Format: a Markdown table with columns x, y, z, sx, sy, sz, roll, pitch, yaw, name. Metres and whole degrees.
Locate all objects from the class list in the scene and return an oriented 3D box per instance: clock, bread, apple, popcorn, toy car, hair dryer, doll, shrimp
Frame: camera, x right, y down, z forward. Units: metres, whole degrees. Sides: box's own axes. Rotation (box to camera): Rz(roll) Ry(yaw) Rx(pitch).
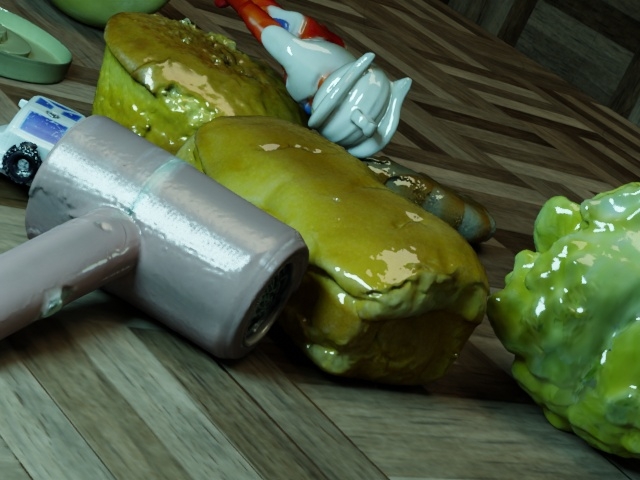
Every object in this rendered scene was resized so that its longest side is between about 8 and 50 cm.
| x | y | z | sx | sy | sz | roll | pitch | yaw | name |
| --- | --- | --- | --- | --- | --- | --- | --- | --- | --- |
| -0.397 | -0.245 | 1.846 | 0.235 | 0.029 | 0.235 | 24 | 16 | -7 | clock |
| 0.000 | -0.005 | 1.478 | 0.195 | 0.149 | 0.344 | 12 | 21 | -42 | bread |
| -0.285 | -0.375 | 2.150 | 0.200 | 0.200 | 0.200 | 23 | 16 | -7 | apple |
| 0.299 | 0.067 | 1.498 | 0.293 | 0.293 | 0.237 | 31 | 35 | 19 | popcorn |
| -0.128 | -0.137 | 1.715 | 0.268 | 0.146 | 0.268 | 26 | 19 | -9 | bread |
| -0.259 | -0.091 | 1.499 | 0.080 | 0.070 | 0.171 | 25 | 16 | -4 | toy car |
| -0.172 | 0.031 | 1.221 | 0.210 | 0.125 | 0.352 | 31 | 27 | 14 | hair dryer |
| -0.003 | -0.185 | 1.696 | 0.188 | 0.099 | 0.384 | 30 | 10 | -25 | doll |
| 0.136 | -0.055 | 1.982 | 0.185 | 0.068 | 0.287 | 31 | 15 | 13 | shrimp |

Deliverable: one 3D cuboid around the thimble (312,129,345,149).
| x | y | z | sx | sy | sz | roll | pitch | yaw | name |
| --- | --- | --- | --- | --- | --- | --- | --- | --- | --- |
| -0.027 | -0.113 | 1.857 | 0.090 | 0.102 | 0.115 | 6 | 32 | -50 | thimble |
